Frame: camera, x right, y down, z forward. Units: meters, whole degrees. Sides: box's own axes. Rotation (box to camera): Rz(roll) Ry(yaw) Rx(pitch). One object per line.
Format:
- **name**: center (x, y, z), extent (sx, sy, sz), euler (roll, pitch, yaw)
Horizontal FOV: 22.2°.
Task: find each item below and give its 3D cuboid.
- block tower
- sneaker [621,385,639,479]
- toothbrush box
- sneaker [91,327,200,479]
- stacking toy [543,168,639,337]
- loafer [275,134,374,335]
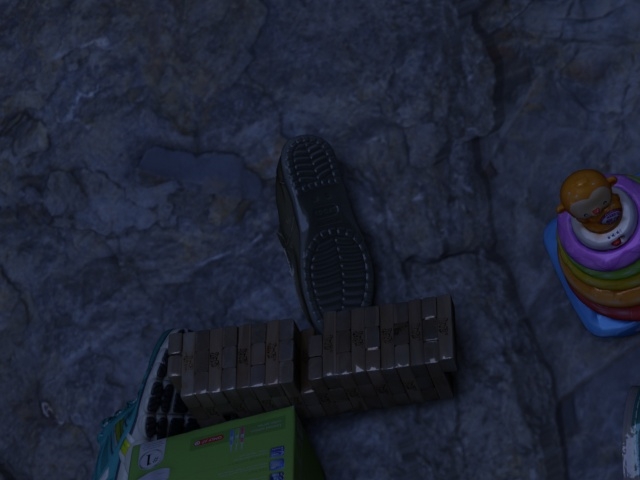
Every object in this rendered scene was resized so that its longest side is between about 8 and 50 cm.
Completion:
- **block tower**: center (-0.004, 0.145, 1.891), extent (0.335, 0.097, 0.091), euler (-9, 55, 12)
- **sneaker**: center (0.393, 0.299, 1.722), extent (0.121, 0.108, 0.302), euler (-10, 81, 18)
- **toothbrush box**: center (-0.108, 0.338, 1.808), extent (0.206, 0.122, 0.283), euler (-16, 32, 10)
- **sneaker**: center (-0.225, 0.231, 1.986), extent (0.110, 0.107, 0.275), euler (16, 80, 37)
- **stacking toy**: center (0.310, -0.015, 1.725), extent (0.175, 0.302, 0.166), euler (-29, 67, 11)
- **loafer**: center (0.000, 0.000, 1.974), extent (0.094, 0.087, 0.251), euler (-7, 80, -18)
